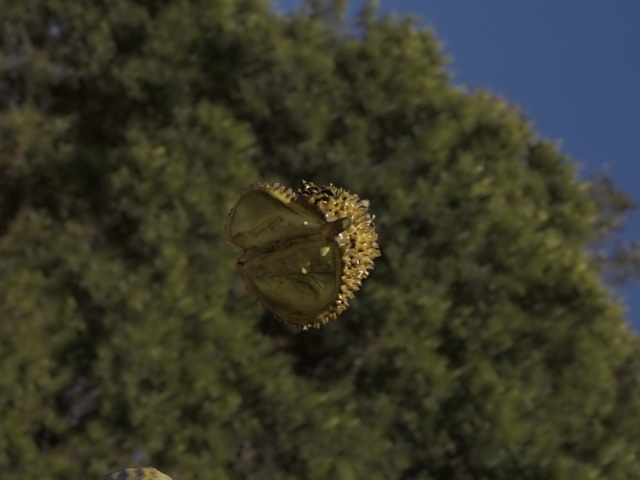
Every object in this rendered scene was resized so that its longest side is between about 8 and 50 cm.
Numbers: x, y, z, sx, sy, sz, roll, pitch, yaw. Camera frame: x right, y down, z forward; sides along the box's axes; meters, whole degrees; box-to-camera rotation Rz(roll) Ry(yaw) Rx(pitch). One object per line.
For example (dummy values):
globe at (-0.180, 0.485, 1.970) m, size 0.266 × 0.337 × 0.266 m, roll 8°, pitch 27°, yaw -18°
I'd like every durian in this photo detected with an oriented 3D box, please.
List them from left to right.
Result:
durian at (0.000, -0.003, 1.336) m, size 0.140 × 0.071 × 0.110 m, roll -26°, pitch -87°, yaw 54°

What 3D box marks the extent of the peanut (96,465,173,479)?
peanut at (-0.133, 0.210, 1.379) m, size 0.206 × 0.087 × 0.087 m, roll -178°, pitch -116°, yaw -84°
